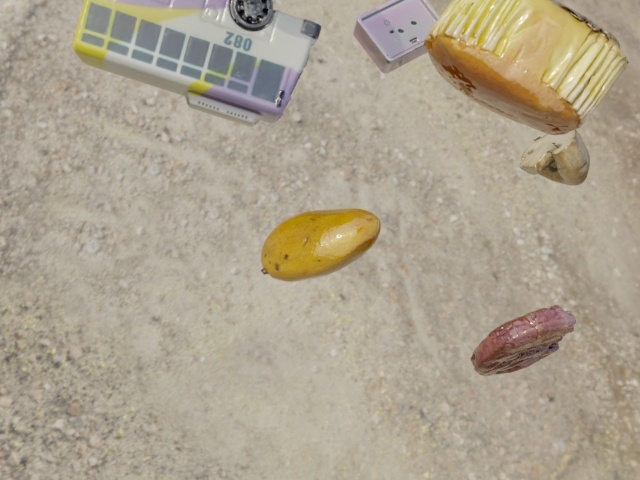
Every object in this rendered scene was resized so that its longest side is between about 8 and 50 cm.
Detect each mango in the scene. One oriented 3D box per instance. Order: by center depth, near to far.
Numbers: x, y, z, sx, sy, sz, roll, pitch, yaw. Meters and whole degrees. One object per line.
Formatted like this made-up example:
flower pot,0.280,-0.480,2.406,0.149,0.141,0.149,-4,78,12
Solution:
mango,0.000,0.000,1.068,0.109,0.228,0.147,61,22,-22

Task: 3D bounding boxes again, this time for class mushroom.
mushroom,0.649,-0.207,1.635,0.151,0.156,0.285,45,5,-5

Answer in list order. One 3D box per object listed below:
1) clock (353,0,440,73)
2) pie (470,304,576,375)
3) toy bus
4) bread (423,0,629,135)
clock,0.201,-0.520,1.517,0.197,0.063,0.150,-32,80,-17
pie,0.388,0.197,1.169,0.205,0.218,0.054,-12,59,-18
toy bus,-0.242,-0.394,1.236,0.440,0.209,0.249,16,93,-12
bread,0.207,-0.188,0.644,0.191,0.114,0.132,35,3,4
